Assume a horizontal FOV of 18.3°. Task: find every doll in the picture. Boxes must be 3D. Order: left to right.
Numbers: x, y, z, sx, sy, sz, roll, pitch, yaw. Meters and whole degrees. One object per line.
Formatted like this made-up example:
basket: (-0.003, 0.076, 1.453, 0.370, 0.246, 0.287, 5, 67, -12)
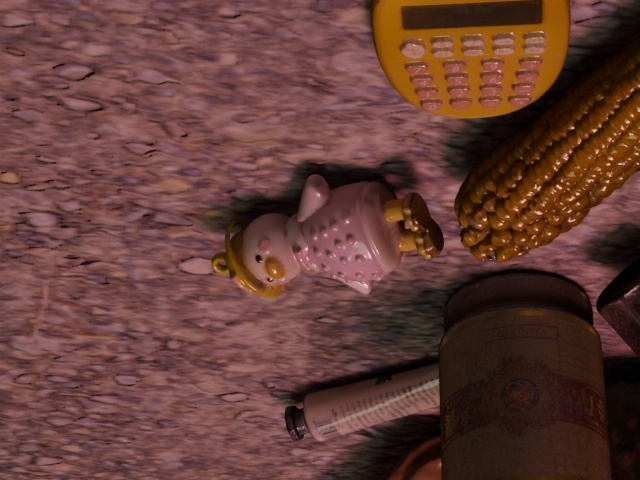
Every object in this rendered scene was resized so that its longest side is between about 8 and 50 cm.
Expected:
doll: (0.000, 0.000, 1.683, 0.207, 0.081, 0.129, -12, 127, 24)

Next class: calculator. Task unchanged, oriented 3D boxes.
calculator: (0.111, -0.160, 1.466, 0.146, 0.032, 0.235, -2, 150, 4)

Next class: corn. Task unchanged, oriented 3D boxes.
corn: (0.212, -0.079, 1.539, 0.097, 0.097, 0.320, 19, 142, -27)

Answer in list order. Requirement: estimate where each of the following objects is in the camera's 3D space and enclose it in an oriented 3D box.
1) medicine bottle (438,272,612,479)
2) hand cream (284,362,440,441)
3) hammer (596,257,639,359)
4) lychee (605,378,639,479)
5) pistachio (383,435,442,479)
medicine bottle: (0.183, 0.199, 1.769, 0.151, 0.322, 0.151, 0, 149, 0)
hand cream: (0.077, 0.154, 1.969, 0.234, 0.050, 0.080, -16, 145, 16)
hammer: (0.419, 0.070, 1.621, 0.242, 0.095, 0.409, 52, 146, -2)
lychee: (0.307, 0.268, 1.949, 0.255, 0.274, 0.255, 3, 127, 4)
pistachio: (0.144, 0.302, 2.108, 0.212, 0.163, 0.260, -8, 140, -26)
